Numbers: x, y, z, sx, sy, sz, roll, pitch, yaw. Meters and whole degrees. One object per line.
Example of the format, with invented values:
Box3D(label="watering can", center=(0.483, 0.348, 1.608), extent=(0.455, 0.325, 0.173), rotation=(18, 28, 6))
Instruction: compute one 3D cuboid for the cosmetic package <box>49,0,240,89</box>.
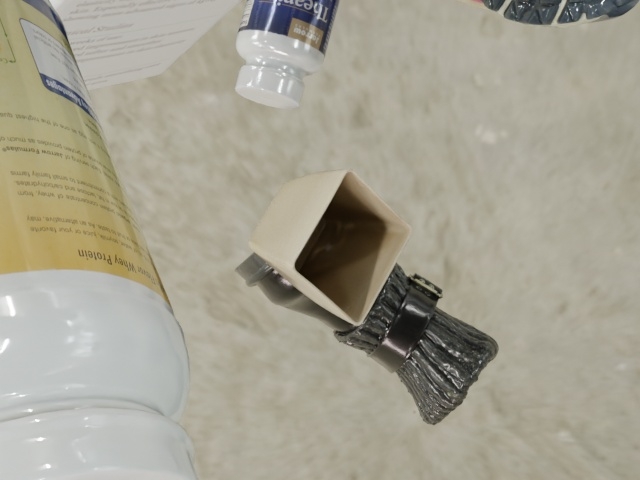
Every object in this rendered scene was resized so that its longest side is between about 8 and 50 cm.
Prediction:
Box3D(label="cosmetic package", center=(-0.270, -0.396, 1.814), extent=(0.394, 0.329, 0.327), rotation=(-34, 78, 44))

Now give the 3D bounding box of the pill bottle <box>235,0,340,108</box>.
Box3D(label="pill bottle", center=(-0.024, -0.161, 1.146), extent=(0.067, 0.067, 0.120), rotation=(14, 82, 5))

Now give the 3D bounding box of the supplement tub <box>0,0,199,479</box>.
Box3D(label="supplement tub", center=(-0.200, 0.026, 0.795), extent=(0.228, 0.228, 0.316), rotation=(-25, 63, 0))

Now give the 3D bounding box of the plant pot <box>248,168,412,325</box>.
Box3D(label="plant pot", center=(0.000, 0.000, 1.452), extent=(0.096, 0.109, 0.109), rotation=(13, 68, 48))

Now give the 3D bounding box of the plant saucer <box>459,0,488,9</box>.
Box3D(label="plant saucer", center=(0.205, -0.351, 1.838), extent=(0.332, 0.332, 0.084), rotation=(15, 80, 5))

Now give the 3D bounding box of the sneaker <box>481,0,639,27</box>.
Box3D(label="sneaker", center=(0.140, -0.218, 1.035), extent=(0.122, 0.283, 0.110), rotation=(0, 116, -31))

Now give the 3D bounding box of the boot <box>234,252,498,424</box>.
Box3D(label="boot", center=(0.062, 0.078, 1.680), extent=(0.131, 0.348, 0.260), rotation=(-45, 80, 8))
